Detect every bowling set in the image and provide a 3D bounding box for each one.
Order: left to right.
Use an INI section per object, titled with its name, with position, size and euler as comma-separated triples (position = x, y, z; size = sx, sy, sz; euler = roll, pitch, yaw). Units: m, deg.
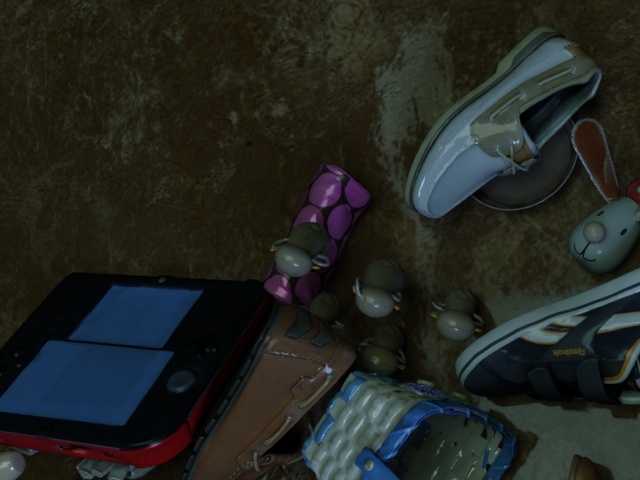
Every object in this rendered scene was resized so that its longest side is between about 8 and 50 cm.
[bowling set]
position = 0.052, 0.118, 1.345
size = 0.287, 0.154, 0.199
euler = 21, 107, 5

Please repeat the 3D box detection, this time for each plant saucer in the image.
[plant saucer]
position = 0.266, -0.117, 1.404
size = 0.169, 0.029, 0.168
euler = -8, 71, 25

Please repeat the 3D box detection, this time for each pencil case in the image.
[pencil case]
position = 0.000, 0.000, 1.468
size = 0.209, 0.098, 0.095
euler = -64, 15, -4

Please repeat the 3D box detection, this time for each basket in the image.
[basket]
position = 0.134, 0.284, 1.212
size = 0.289, 0.255, 0.201
euler = 42, 101, 41

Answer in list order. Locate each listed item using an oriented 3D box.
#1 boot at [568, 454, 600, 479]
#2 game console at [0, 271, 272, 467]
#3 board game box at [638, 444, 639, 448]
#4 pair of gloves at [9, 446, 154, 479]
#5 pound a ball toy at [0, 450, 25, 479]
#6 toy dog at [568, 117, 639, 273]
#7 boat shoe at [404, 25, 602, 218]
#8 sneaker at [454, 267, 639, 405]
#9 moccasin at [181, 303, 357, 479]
[boot]
position = 0.368, 0.333, 1.182
size = 0.152, 0.073, 0.197
euler = -15, 82, 26
[game console]
position = -0.296, 0.164, 1.487
size = 0.387, 0.060, 0.342
euler = 2, 43, 27
[board game box]
position = 0.493, 0.233, 1.165
size = 0.210, 0.047, 0.160
euler = 35, 92, 32
[pair of gloves]
position = -0.312, 0.267, 1.504
size = 0.240, 0.204, 0.042
euler = 11, 124, 25
[pound a ball toy]
position = -0.409, 0.469, 1.453
size = 0.136, 0.208, 0.319
euler = -17, 68, 24
[toy dog]
position = 0.420, -0.118, 1.249
size = 0.220, 0.161, 0.333
euler = 14, 80, 30
[boat shoe]
position = 0.234, -0.140, 1.345
size = 0.302, 0.113, 0.103
euler = -50, 54, 4
[sneaker]
position = 0.312, 0.139, 1.229
size = 0.321, 0.126, 0.127
euler = -28, 57, 24
[moccasin]
position = -0.070, 0.243, 1.346
size = 0.147, 0.139, 0.380
euler = 29, 119, -3
